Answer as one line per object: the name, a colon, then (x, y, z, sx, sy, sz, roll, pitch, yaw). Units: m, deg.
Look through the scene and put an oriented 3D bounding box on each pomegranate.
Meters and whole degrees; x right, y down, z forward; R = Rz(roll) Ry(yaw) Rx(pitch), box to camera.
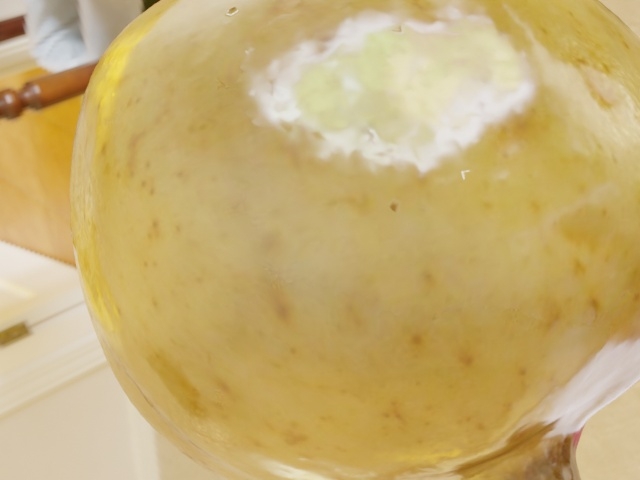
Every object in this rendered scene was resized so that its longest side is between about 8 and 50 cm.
pomegranate: (0.027, -0.019, 0.544, 0.307, 0.307, 0.307, 31, 135, 38)
